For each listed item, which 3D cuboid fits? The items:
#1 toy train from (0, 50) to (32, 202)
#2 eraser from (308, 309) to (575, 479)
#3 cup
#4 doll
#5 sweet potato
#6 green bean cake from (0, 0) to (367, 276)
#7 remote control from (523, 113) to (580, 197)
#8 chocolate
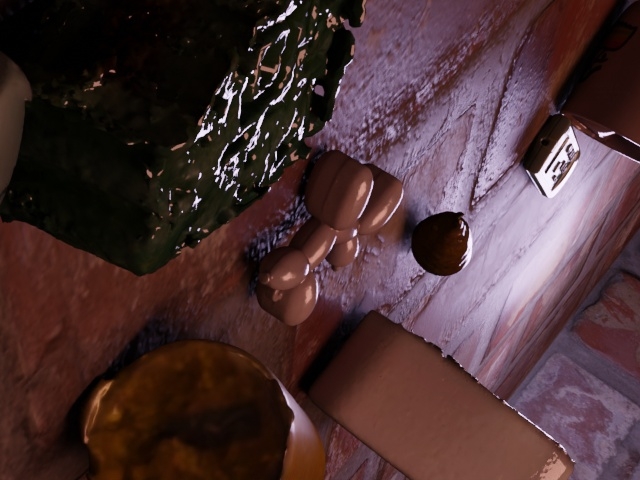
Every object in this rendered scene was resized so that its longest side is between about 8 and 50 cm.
[{"bbox_3d":[-0.253,0.088,0.412,0.407,0.086,0.088,-58,155,4],"label":"toy train"},{"bbox_3d":[0.157,0.243,1.304,0.150,0.331,0.331,-54,161,-6],"label":"eraser"},{"bbox_3d":[0.480,-0.234,1.549,0.200,0.192,0.253,-61,-170,4],"label":"cup"},{"bbox_3d":[0.000,0.000,0.916,0.160,0.059,0.161,-61,161,9],"label":"doll"},{"bbox_3d":[0.149,0.010,1.276,0.074,0.075,0.269,-55,170,-3],"label":"sweet potato"},{"bbox_3d":[-0.060,-0.100,0.504,0.208,0.107,0.193,-45,160,-51],"label":"green bean cake"},{"bbox_3d":[0.365,-0.128,1.623,0.098,0.038,0.233,-58,160,3],"label":"remote control"},{"bbox_3d":[-0.078,0.204,0.945,0.162,0.162,0.445,-53,165,-9],"label":"chocolate"}]
